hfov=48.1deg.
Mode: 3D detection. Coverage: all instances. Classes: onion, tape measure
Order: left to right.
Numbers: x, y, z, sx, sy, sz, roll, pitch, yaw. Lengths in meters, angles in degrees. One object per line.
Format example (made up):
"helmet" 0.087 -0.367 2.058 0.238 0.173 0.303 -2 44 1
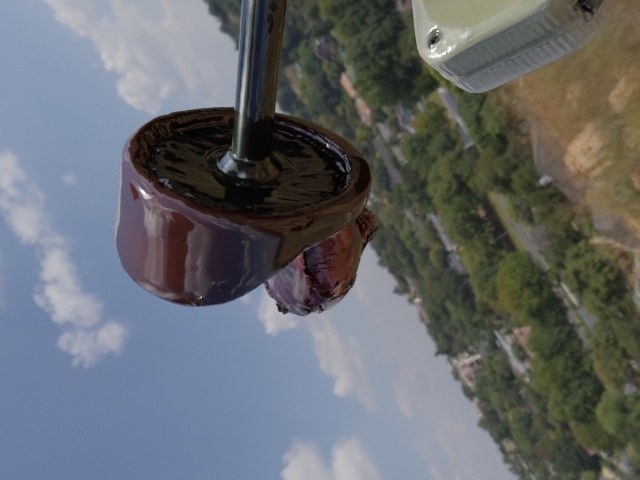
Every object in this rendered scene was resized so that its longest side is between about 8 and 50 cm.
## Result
"onion" 0.000 0.000 0.859 0.184 0.147 0.184 171 90 -79
"tape measure" 0.207 -0.328 0.793 0.133 0.231 0.271 23 -124 -42

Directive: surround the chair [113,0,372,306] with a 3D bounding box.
"chair" -0.049 -0.158 0.553 0.226 0.226 0.401 -119 32 -51
